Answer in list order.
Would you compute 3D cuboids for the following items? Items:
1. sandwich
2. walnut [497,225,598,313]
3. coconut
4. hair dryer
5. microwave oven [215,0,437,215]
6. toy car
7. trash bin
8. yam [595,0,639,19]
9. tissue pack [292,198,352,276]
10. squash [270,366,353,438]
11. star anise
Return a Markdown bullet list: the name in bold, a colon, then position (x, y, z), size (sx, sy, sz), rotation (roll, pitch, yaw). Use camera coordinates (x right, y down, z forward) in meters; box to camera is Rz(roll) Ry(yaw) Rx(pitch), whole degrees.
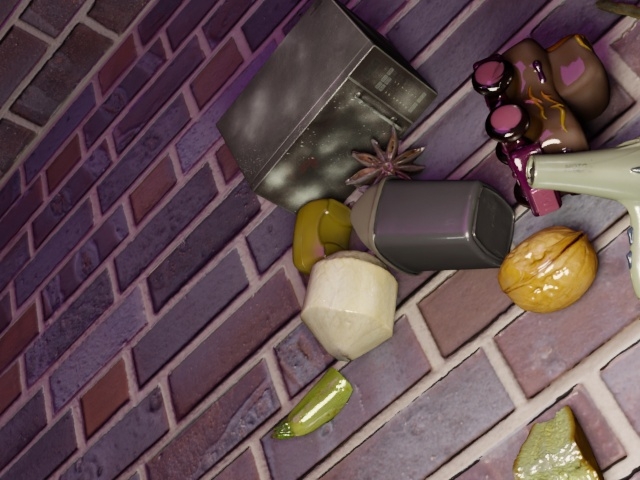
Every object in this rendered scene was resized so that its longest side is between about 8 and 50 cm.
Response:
- **sandwich**: position (0.389, 0.381, 1.462), size (0.122, 0.128, 0.236), rotation (-31, 50, 21)
- **walnut**: position (0.411, 0.053, 1.609), size (0.180, 0.144, 0.144), rotation (-43, 44, 16)
- **coconut**: position (0.059, 0.142, 1.878), size (0.202, 0.202, 0.222), rotation (-14, 56, 41)
- **hair dryer**: position (0.476, -0.050, 1.510), size (0.119, 0.295, 0.298), rotation (97, -166, -87)
- **microwave oven**: position (-0.001, -0.316, 2.155), size (0.432, 0.236, 0.374), rotation (-48, 43, 16)
- **toy car**: position (0.431, -0.227, 1.676), size (0.240, 0.271, 0.341), rotation (-21, 56, 13)
- **trash bin**: position (0.222, -0.029, 1.798), size (0.290, 0.209, 0.182), rotation (0, 68, 40)
- **yam**: position (0.626, -0.436, 1.731), size (0.234, 0.029, 0.027), rotation (36, 124, 48)
- **tissue pack**: position (0.000, 0.000, 2.070), size (0.127, 0.123, 0.178), rotation (-15, 60, 36)
- **squash**: position (-0.020, 0.369, 1.934), size (0.200, 0.075, 0.090), rotation (-42, 60, -9)
- **star anise**: position (0.159, -0.157, 2.010), size (0.182, 0.065, 0.195), rotation (-47, 67, 1)
